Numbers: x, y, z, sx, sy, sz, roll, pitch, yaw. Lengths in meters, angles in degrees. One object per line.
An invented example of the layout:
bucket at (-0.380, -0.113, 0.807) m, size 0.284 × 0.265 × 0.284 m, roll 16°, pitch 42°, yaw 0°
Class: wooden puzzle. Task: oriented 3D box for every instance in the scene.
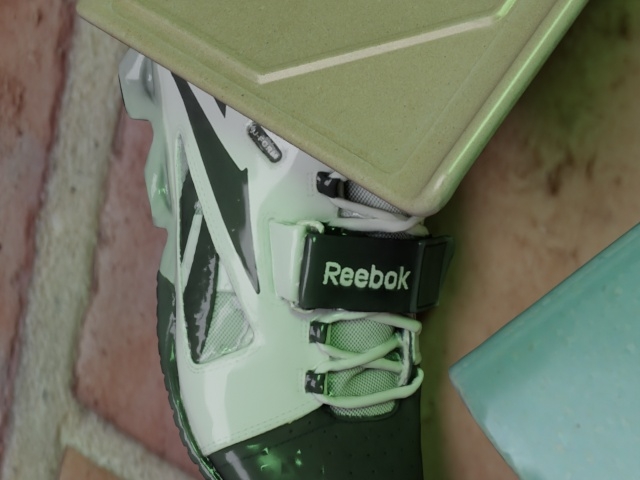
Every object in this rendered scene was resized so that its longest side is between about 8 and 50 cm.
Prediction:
wooden puzzle at (0.030, -0.142, 0.836) m, size 0.239 × 0.044 × 0.221 m, roll 32°, pitch 83°, yaw 35°

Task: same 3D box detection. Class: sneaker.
sneaker at (0.000, 0.000, 0.881) m, size 0.146 × 0.122 × 0.330 m, roll -28°, pitch 74°, yaw 44°

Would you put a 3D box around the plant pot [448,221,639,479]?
plant pot at (0.244, 0.058, 0.573) m, size 0.252 × 0.247 × 0.248 m, roll -46°, pitch 60°, yaw 17°
